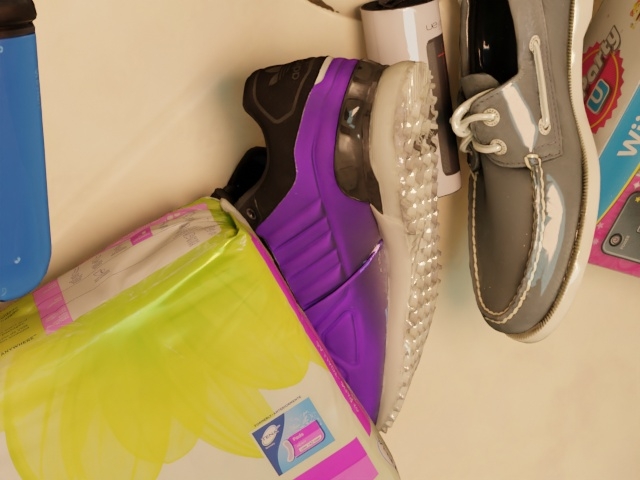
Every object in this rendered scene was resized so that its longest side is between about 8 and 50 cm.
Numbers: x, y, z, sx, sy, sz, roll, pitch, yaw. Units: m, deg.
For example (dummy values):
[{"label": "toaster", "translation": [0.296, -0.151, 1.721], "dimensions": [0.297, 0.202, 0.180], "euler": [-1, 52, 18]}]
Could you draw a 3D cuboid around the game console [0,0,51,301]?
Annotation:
[{"label": "game console", "translation": [-0.317, -0.081, 0.955], "dimensions": [0.293, 0.173, 0.250], "euler": [-12, 110, -32]}]

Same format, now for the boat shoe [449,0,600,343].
[{"label": "boat shoe", "translation": [0.118, -0.092, 1.180], "dimensions": [0.099, 0.116, 0.319], "euler": [5, 86, -32]}]

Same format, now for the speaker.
[{"label": "speaker", "translation": [0.062, -0.099, 1.202], "dimensions": [0.055, 0.055, 0.136], "euler": [-15, 107, -20]}]

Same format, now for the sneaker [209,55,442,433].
[{"label": "sneaker", "translation": [0.000, -0.001, 1.178], "dimensions": [0.146, 0.102, 0.293], "euler": [8, 127, 13]}]

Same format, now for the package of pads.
[{"label": "package of pads", "translation": [-0.130, 0.132, 1.117], "dimensions": [0.296, 0.101, 0.229], "euler": [-32, 113, -2]}]

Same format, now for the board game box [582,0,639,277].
[{"label": "board game box", "translation": [0.314, -0.068, 1.263], "dimensions": [0.303, 0.097, 0.224], "euler": [15, 114, -25]}]
